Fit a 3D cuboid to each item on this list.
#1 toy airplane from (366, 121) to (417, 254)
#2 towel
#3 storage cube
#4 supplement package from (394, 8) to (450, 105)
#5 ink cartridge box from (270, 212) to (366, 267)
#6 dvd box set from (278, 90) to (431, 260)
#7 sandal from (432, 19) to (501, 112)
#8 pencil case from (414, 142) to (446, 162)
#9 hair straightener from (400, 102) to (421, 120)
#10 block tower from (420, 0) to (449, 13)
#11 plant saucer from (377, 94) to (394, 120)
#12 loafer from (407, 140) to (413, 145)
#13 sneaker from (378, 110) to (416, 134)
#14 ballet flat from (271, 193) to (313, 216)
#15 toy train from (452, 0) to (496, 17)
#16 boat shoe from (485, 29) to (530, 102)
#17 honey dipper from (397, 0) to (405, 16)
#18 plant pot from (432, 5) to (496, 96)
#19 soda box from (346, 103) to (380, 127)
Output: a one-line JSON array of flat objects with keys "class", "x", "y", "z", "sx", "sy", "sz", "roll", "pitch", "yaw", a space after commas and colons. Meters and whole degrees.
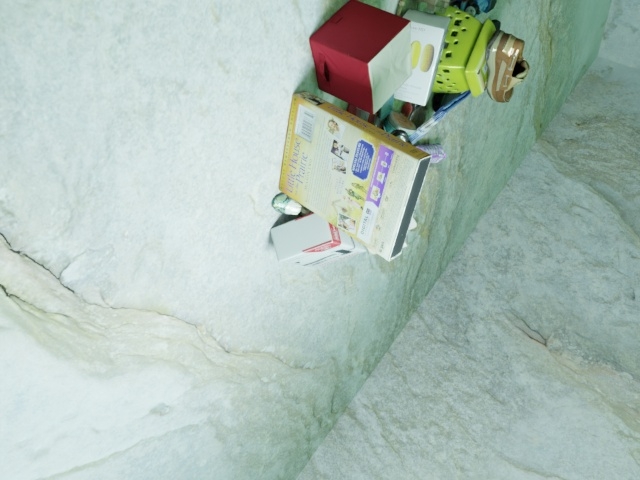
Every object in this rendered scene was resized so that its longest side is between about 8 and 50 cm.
[{"class": "toy airplane", "x": 0.154, "y": -0.143, "z": 1.794, "sx": 0.386, "sy": 0.273, "sz": 0.383, "roll": 13, "pitch": 71, "yaw": -80}, {"class": "towel", "x": 0.421, "y": -0.441, "z": 2.134, "sx": 0.209, "sy": 0.034, "sz": 0.285, "roll": -38, "pitch": 180, "yaw": -36}, {"class": "storage cube", "x": 0.114, "y": -0.489, "z": 1.526, "sx": 0.215, "sy": 0.193, "sz": 0.183, "roll": -47, "pitch": 152, "yaw": -19}, {"class": "supplement package", "x": 0.300, "y": -0.569, "z": 1.787, "sx": 0.133, "sy": 0.139, "sz": 0.243, "roll": -61, "pitch": 164, "yaw": -50}, {"class": "ink cartridge box", "x": 0.000, "y": 0.000, "z": 1.839, "sx": 0.197, "sy": 0.114, "sz": 0.273, "roll": -20, "pitch": 166, "yaw": 23}, {"class": "dvd box set", "x": 0.070, "y": -0.175, "z": 1.529, "sx": 0.062, "sy": 0.421, "sz": 0.307, "roll": -26, "pitch": 139, "yaw": -42}, {"class": "sandal", "x": 0.609, "y": -0.671, "z": 2.281, "sx": 0.445, "sy": 0.107, "sz": 0.167, "roll": -55, "pitch": 154, "yaw": -6}, {"class": "pencil case", "x": 0.435, "y": -0.348, "z": 2.352, "sx": 0.206, "sy": 0.088, "sz": 0.086, "roll": -19, "pitch": 132, "yaw": -51}, {"class": "hair straightener", "x": 0.333, "y": -0.502, "z": 2.073, "sx": 0.089, "sy": 0.047, "sz": 0.230, "roll": -13, "pitch": 125, "yaw": -60}, {"class": "block tower", "x": 0.369, "y": -0.853, "z": 1.691, "sx": 0.091, "sy": 0.097, "sz": 0.335, "roll": -22, "pitch": 134, "yaw": -51}, {"class": "plant saucer", "x": 0.199, "y": -0.453, "z": 1.719, "sx": 0.067, "sy": 0.018, "sz": 0.192, "roll": -42, "pitch": 151, "yaw": -31}, {"class": "loafer", "x": 0.284, "y": -0.266, "z": 2.191, "sx": 0.095, "sy": 0.109, "sz": 0.302, "roll": -59, "pitch": 168, "yaw": -46}, {"class": "sneaker", "x": 0.245, "y": -0.358, "z": 1.921, "sx": 0.121, "sy": 0.108, "sz": 0.302, "roll": -51, "pitch": 178, "yaw": 18}, {"class": "ballet flat", "x": -0.073, "y": -0.103, "z": 1.764, "sx": 0.188, "sy": 0.070, "sz": 0.070, "roll": -1, "pitch": 119, "yaw": -60}, {"class": "toy train", "x": 0.530, "y": -0.821, "z": 1.985, "sx": 0.184, "sy": 0.105, "sz": 0.080, "roll": -40, "pitch": 148, "yaw": -33}, {"class": "boat shoe", "x": 0.627, "y": -0.561, "z": 1.915, "sx": 0.122, "sy": 0.120, "sz": 0.324, "roll": -64, "pitch": 153, "yaw": -9}, {"class": "honey dipper", "x": 0.225, "y": -0.642, "z": 1.740, "sx": 0.031, "sy": 0.031, "sz": 0.160, "roll": -23, "pitch": 135, "yaw": -50}, {"class": "plant pot", "x": 0.478, "y": -0.630, "z": 1.953, "sx": 0.228, "sy": 0.207, "sz": 0.227, "roll": -66, "pitch": 154, "yaw": -2}, {"class": "soda box", "x": 0.157, "y": -0.470, "z": 1.744, "sx": 0.092, "sy": 0.084, "sz": 0.263, "roll": -25, "pitch": 138, "yaw": -49}]
